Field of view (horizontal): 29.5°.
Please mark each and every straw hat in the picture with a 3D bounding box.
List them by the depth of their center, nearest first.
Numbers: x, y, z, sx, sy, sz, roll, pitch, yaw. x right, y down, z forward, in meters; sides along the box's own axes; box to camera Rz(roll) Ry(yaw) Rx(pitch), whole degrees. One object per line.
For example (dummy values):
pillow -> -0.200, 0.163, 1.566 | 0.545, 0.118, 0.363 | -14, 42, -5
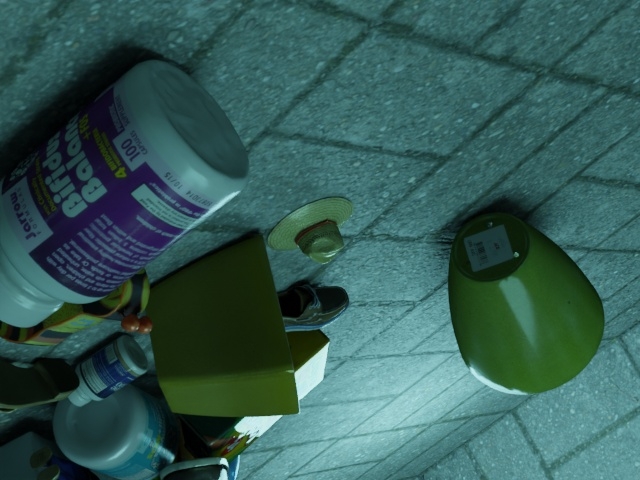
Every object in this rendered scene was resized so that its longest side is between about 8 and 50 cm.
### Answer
straw hat -> 0.000, 0.000, 1.772 | 0.145, 0.061, 0.144 | -23, 158, -10

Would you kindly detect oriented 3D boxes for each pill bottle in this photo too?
pill bottle -> -0.236, -0.039, 1.280 | 0.301, 0.169, 0.169 | -37, 156, 19
pill bottle -> -0.324, 0.198, 1.822 | 0.120, 0.067, 0.067 | -33, 157, 12
pill bottle -> -0.317, 0.311, 1.970 | 0.146, 0.146, 0.264 | -29, 158, 2

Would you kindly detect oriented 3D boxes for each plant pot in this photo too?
plant pot -> -0.145, 0.144, 1.755 | 0.187, 0.212, 0.212 | -12, 156, -4
plant pot -> 0.331, 0.085, 2.118 | 0.275, 0.274, 0.293 | -30, 143, 5

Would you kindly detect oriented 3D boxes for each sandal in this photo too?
sandal -> -0.441, 0.216, 1.704 | 0.079, 0.088, 0.240 | -43, 159, 19

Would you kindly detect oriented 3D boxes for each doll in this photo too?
doll -> -0.378, 0.380, 1.911 | 0.046, 0.129, 0.189 | -39, 140, 3

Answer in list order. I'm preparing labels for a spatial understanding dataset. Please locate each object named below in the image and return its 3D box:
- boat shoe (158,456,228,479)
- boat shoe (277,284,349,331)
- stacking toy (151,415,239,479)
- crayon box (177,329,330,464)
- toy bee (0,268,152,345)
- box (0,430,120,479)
boat shoe -> -0.217, 0.436, 2.023 | 0.117, 0.096, 0.324 | -1, 156, -17
boat shoe -> -0.030, 0.108, 1.962 | 0.183, 0.066, 0.066 | -17, 154, -24
stacking toy -> -0.304, 0.392, 2.196 | 0.302, 0.175, 0.165 | -6, 146, -14
crayon box -> -0.091, 0.244, 2.058 | 0.318, 0.081, 0.202 | -41, 163, -19
toy bee -> -0.278, 0.059, 1.455 | 0.195, 0.162, 0.298 | -3, 148, -43
box -> -0.447, 0.485, 2.016 | 0.215, 0.168, 0.345 | -29, 142, 13
